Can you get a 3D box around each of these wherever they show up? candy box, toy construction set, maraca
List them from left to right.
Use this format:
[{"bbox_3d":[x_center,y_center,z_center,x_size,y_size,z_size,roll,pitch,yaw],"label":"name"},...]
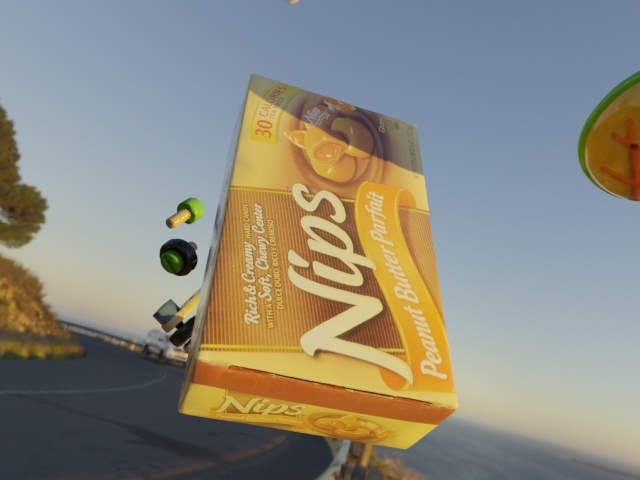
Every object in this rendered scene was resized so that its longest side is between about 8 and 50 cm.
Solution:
[{"bbox_3d":[-0.088,0.079,0.918,0.308,0.237,0.258,32,-55,7],"label":"toy construction set"},{"bbox_3d":[0.000,0.000,0.486,0.182,0.317,0.088,14,-42,-13],"label":"candy box"},{"bbox_3d":[0.301,-0.099,0.447,0.127,0.099,0.185,35,-48,-18],"label":"maraca"}]

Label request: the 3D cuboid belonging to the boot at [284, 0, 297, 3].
[{"bbox_3d":[-0.107,-0.525,0.910,0.249,0.090,0.207,57,3,5],"label":"boot"}]
